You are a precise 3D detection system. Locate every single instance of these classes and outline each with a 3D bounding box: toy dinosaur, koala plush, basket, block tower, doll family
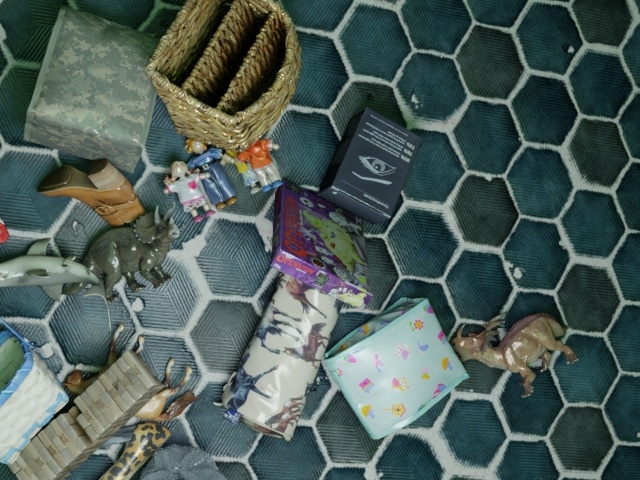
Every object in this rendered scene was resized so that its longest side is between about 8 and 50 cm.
[{"bbox_3d":[0.469,0.230,2.098,0.295,0.127,0.200,-29,91,-19],"label":"toy dinosaur"},{"bbox_3d":[-0.281,0.555,1.871,0.196,0.203,0.221,-19,138,-20],"label":"koala plush"},{"bbox_3d":[-0.660,0.278,1.738,0.255,0.201,0.289,-46,129,-11],"label":"basket"},{"bbox_3d":[-0.401,0.032,1.877,0.313,0.121,0.160,-17,97,17],"label":"toy dinosaur"},{"bbox_3d":[-0.462,0.363,1.808,0.335,0.097,0.091,-43,79,6],"label":"block tower"},{"bbox_3d":[-0.209,-0.160,1.932,0.262,0.118,0.163,-24,103,4],"label":"doll family"},{"bbox_3d":[-0.172,-0.356,1.806,0.213,0.223,0.299,20,67,19],"label":"basket"}]

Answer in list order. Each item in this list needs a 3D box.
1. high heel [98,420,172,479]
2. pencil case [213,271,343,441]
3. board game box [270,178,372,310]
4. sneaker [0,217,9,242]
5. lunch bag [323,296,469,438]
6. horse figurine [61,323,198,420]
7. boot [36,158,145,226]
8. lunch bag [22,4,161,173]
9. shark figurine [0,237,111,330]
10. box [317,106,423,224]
[{"bbox_3d":[-0.387,0.514,1.877,0.186,0.093,0.261,-8,83,-8],"label":"high heel"},{"bbox_3d":[-0.074,0.207,1.928,0.183,0.160,0.411,22,84,3],"label":"pencil case"},{"bbox_3d":[0.000,0.000,1.865,0.208,0.347,0.056,23,114,-13],"label":"board game box"},{"bbox_3d":[-0.731,0.059,1.787,0.118,0.107,0.279,45,82,-20],"label":"sneaker"},{"bbox_3d":[0.158,0.281,1.994,0.262,0.160,0.223,-33,99,-18],"label":"lunch bag"},{"bbox_3d":[-0.385,0.301,1.896,0.263,0.066,0.174,35,76,-10],"label":"horse figurine"},{"bbox_3d":[-0.473,-0.085,1.864,0.152,0.197,0.073,58,34,-42],"label":"boot"},{"bbox_3d":[-0.446,-0.316,1.820,0.235,0.169,0.287,16,67,-15],"label":"lunch bag"},{"bbox_3d":[-0.519,0.090,1.821,0.278,0.166,0.116,11,123,13],"label":"shark figurine"},{"bbox_3d":[0.108,-0.162,1.990,0.153,0.108,0.207,28,75,-13],"label":"box"}]
